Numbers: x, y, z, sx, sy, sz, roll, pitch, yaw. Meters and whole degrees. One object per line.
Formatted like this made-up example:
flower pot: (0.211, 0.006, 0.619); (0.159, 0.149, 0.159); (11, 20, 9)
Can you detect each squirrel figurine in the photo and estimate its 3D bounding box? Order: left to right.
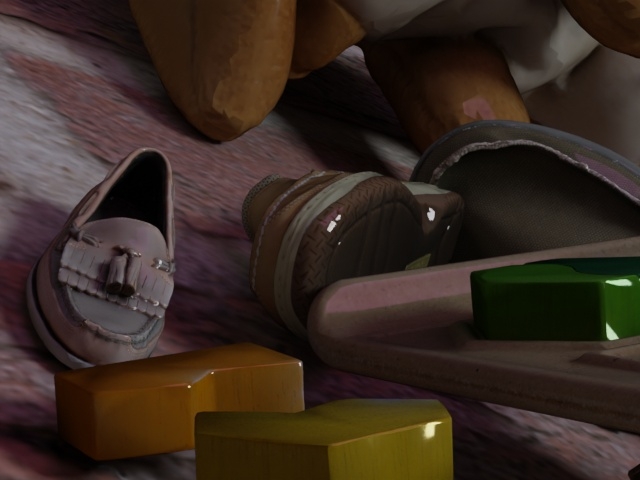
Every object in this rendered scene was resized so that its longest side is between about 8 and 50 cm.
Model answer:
squirrel figurine: (0.080, -0.187, 0.884); (0.370, 0.281, 0.397); (22, 20, -41)

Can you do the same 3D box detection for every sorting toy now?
sorting toy: (0.097, 0.025, 0.413); (0.307, 0.041, 0.229); (-7, 10, -30)

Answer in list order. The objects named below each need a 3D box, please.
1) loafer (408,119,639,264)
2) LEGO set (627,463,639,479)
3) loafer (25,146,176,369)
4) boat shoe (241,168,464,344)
loafer: (0.146, 0.029, 0.652); (0.251, 0.094, 0.087); (33, 14, 11)
LEGO set: (0.227, 0.137, 0.426); (0.255, 0.192, 0.331); (-4, 9, -7)
loafer: (-0.068, 0.002, 0.486); (0.045, 0.039, 0.125); (25, 18, -14)
boat shoe: (0.000, 0.000, 0.580); (0.072, 0.068, 0.190); (20, 6, 16)
